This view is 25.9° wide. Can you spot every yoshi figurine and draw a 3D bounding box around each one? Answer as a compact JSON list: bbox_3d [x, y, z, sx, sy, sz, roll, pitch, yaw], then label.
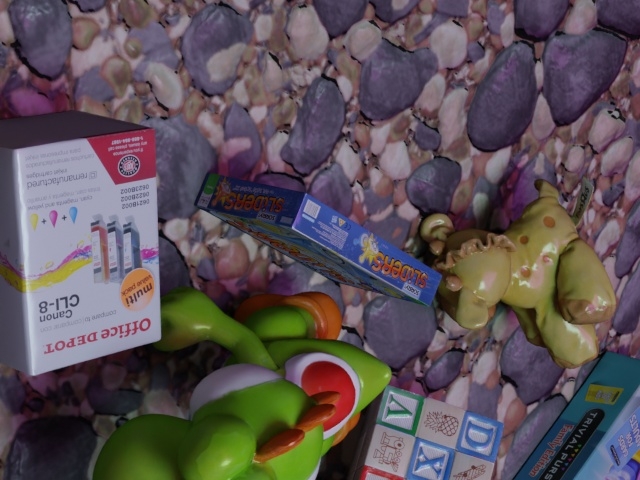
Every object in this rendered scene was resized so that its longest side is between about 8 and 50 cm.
[{"bbox_3d":[-0.081,0.156,1.158,0.203,0.203,0.362,-62,175,13],"label":"yoshi figurine"}]

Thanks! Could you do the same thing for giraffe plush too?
[{"bbox_3d":[0.197,0.039,1.477,0.170,0.181,0.210,-12,121,-19],"label":"giraffe plush"}]

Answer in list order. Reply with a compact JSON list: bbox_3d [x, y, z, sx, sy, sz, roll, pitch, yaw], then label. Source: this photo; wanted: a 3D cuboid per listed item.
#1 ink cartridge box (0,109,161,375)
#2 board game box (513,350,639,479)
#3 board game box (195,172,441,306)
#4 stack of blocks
[{"bbox_3d":[-0.211,-0.002,1.088,0.128,0.127,0.176,-14,110,-41],"label":"ink cartridge box"},{"bbox_3d":[0.335,0.347,1.722,0.336,0.079,0.254,-49,128,-24],"label":"board game box"},{"bbox_3d":[0.000,0.000,1.282,0.201,0.136,0.035,30,79,-42],"label":"board game box"},{"bbox_3d":[0.058,0.301,1.379,0.171,0.087,0.297,19,70,-4],"label":"stack of blocks"}]
